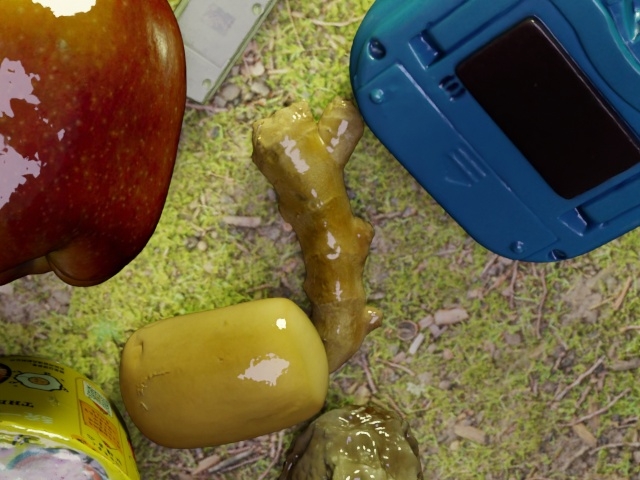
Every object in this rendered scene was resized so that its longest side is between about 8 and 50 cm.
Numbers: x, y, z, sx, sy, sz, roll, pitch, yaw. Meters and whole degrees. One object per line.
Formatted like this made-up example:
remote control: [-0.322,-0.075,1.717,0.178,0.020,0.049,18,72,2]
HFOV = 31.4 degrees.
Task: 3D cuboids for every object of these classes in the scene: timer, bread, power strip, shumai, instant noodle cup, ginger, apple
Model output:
timer: [0.209,-0.138,1.086,0.309,0.115,0.340,-33,110,35]
bread: [-0.102,0.144,1.171,0.217,0.098,0.147,-16,109,16]
power strip: [-0.077,-0.252,1.106,0.078,0.052,0.272,33,98,-15]
shumai: [0.041,0.293,1.216,0.166,0.175,0.206,-3,110,-7]
instant noodle cup: [-0.310,0.273,1.116,0.325,0.254,0.325,-2,106,-8]
ginger: [0.000,-0.001,1.184,0.118,0.065,0.299,-7,110,0]
apple: [-0.255,-0.118,0.988,0.288,0.288,0.317,-1,81,-8]
